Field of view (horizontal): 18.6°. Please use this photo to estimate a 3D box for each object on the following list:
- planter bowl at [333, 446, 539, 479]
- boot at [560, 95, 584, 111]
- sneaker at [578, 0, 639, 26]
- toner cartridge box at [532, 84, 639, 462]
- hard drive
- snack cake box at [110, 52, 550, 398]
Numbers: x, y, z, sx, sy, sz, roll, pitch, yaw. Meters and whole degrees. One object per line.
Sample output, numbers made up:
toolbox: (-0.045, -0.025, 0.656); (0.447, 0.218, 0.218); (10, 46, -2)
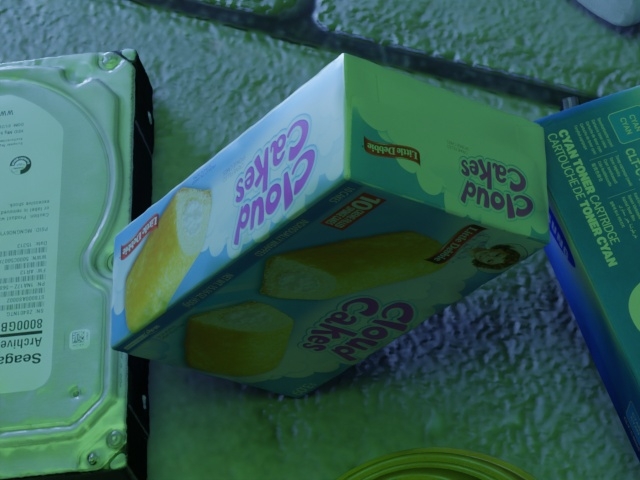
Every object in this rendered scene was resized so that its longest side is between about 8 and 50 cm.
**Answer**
planter bowl: (0.062, 0.210, 1.200); (0.217, 0.090, 0.217); (-5, 60, 9)
boot: (0.292, -0.010, 1.294); (0.229, 0.091, 0.263); (-18, 63, -6)
sneaker: (0.186, -0.245, 1.455); (0.094, 0.080, 0.212); (-38, 67, -24)
toner cartridge box: (0.255, 0.064, 1.167); (0.165, 0.075, 0.348); (-18, 64, -8)
hard drive: (-0.239, 0.027, 1.381); (0.237, 0.064, 0.339); (-6, 61, 8)
snack cake box: (0.000, 0.000, 1.216); (0.152, 0.264, 0.089); (18, 55, -30)
